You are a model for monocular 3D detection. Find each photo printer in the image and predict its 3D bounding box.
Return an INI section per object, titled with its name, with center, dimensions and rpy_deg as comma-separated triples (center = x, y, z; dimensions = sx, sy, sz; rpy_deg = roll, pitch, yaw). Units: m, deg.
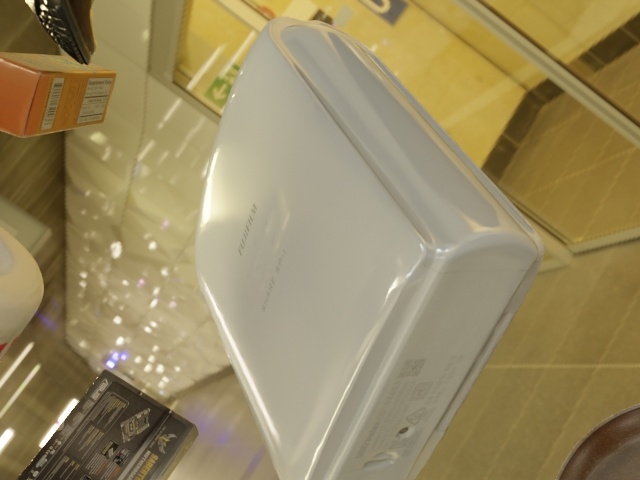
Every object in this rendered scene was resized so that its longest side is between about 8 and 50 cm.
[photo printer]
center = 0.000, 0.000, 0.583
dimensions = 0.307, 0.107, 0.256
rpy_deg = 60, 139, 42

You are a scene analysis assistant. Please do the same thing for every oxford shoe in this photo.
[oxford shoe]
center = -0.248, -0.266, 0.806
dimensions = 0.096, 0.083, 0.227
rpy_deg = -43, -15, -23

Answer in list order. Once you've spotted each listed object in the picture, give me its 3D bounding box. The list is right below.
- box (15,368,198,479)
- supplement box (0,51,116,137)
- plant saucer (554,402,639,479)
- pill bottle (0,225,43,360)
[box]
center = -0.330, 0.341, 1.240
dimensions = 0.231, 0.183, 0.056
rpy_deg = -55, -15, -27
[supplement box]
center = -0.318, -0.173, 0.929
dimensions = 0.233, 0.078, 0.080
rpy_deg = -67, -3, -79
[plant saucer]
center = 0.385, 0.317, 0.808
dimensions = 0.310, 0.311, 0.050
rpy_deg = -56, -22, -16
[pill bottle]
center = -0.496, 0.152, 0.841
dimensions = 0.407, 0.229, 0.229
rpy_deg = -53, 6, 8
